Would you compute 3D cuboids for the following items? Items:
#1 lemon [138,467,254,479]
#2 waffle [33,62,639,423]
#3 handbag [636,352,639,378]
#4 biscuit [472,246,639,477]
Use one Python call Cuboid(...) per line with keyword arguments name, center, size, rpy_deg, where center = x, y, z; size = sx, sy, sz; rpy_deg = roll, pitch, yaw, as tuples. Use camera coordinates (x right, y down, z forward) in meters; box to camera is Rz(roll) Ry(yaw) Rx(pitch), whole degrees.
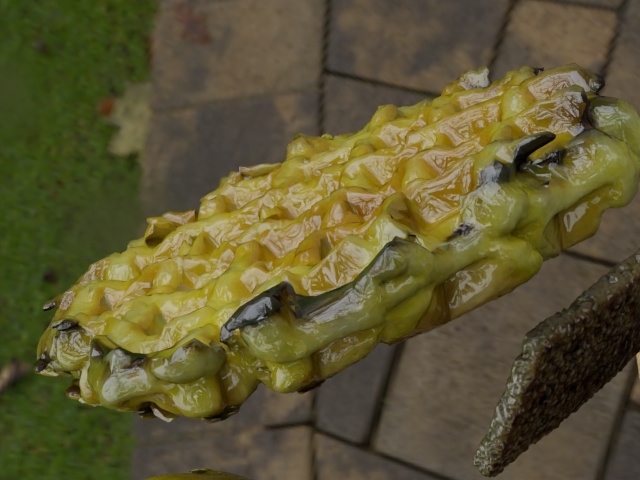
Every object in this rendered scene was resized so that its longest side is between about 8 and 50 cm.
Cuboid(name="lemon", center=(-0.095, 0.241, 0.965), size=(0.260, 0.204, 0.204), rpy_deg=(-36, 62, 10))
Cuboid(name="waffle", center=(0.000, 0.000, 1.061), size=(0.379, 0.382, 0.095), rpy_deg=(11, 126, 64))
Cuboid(name="handbag", center=(0.329, 0.113, 1.656), size=(0.027, 0.061, 0.083), rpy_deg=(-13, 56, 20))
Cuboid(name="biscuit", center=(0.187, 0.071, 1.154), size=(0.025, 0.231, 0.131), rpy_deg=(35, 130, 22))
